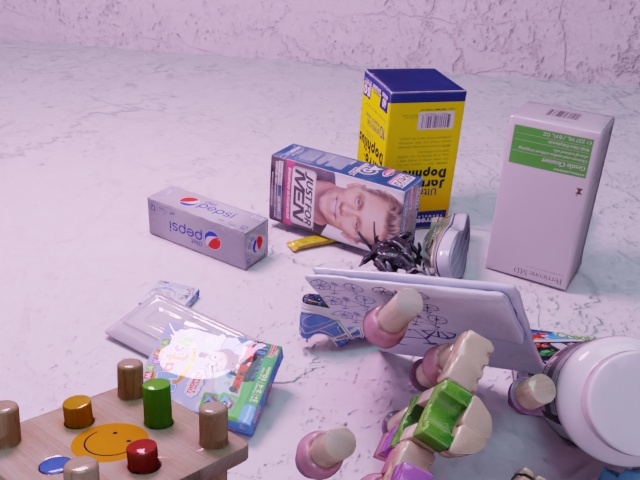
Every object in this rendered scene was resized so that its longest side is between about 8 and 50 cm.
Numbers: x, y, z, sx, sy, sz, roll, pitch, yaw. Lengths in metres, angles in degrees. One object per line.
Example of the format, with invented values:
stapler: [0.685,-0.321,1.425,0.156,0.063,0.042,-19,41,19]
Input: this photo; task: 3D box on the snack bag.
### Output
snack bag: [0.179,0.139,1.197,0.323,0.342,0.037,4,63,27]

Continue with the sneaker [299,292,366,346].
sneaker: [0.053,0.159,1.400,0.211,0.081,0.080,14,8,-19]

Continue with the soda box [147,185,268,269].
soda box: [-0.259,-0.033,1.686,0.287,0.098,0.091,19,33,26]

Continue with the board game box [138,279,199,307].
board game box: [-0.303,0.117,1.483,0.090,0.020,0.090,12,29,14]

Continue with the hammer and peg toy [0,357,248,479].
hammer and peg toy: [-0.227,0.272,0.883,0.362,0.127,0.266,15,20,41]

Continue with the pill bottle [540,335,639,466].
pill bottle: [0.419,0.226,1.056,0.177,0.176,0.318,10,-8,11]

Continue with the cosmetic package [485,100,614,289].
cosmetic package: [0.500,-0.100,1.624,0.197,0.365,0.155,15,29,25]

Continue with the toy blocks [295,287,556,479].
toy blocks: [0.146,0.283,1.071,0.309,0.260,0.288,31,62,0]

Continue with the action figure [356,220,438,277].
action figure: [0.175,0.086,1.483,0.164,0.140,0.276,-25,55,-38]

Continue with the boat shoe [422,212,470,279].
boat shoe: [0.282,0.015,1.684,0.094,0.109,0.302,-4,16,19]

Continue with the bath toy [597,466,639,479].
bath toy: [0.576,0.341,1.065,0.349,0.128,0.151,-7,30,-21]

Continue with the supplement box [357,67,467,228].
supplement box: [0.212,-0.226,1.829,0.196,0.356,0.194,-5,29,-15]

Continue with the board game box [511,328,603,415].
board game box: [0.497,0.244,1.311,0.306,0.053,0.193,7,29,6]

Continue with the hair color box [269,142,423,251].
hair color box: [0.051,-0.097,1.722,0.348,0.173,0.105,17,31,25]

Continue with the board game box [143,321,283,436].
board game box: [-0.187,0.226,1.232,0.212,0.039,0.160,10,47,13]

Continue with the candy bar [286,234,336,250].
candy bar: [0.000,0.000,1.740,0.162,0.018,0.040,-10,32,-26]

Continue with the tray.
tray: [-0.250,0.171,1.356,0.271,0.030,0.145,21,38,25]
